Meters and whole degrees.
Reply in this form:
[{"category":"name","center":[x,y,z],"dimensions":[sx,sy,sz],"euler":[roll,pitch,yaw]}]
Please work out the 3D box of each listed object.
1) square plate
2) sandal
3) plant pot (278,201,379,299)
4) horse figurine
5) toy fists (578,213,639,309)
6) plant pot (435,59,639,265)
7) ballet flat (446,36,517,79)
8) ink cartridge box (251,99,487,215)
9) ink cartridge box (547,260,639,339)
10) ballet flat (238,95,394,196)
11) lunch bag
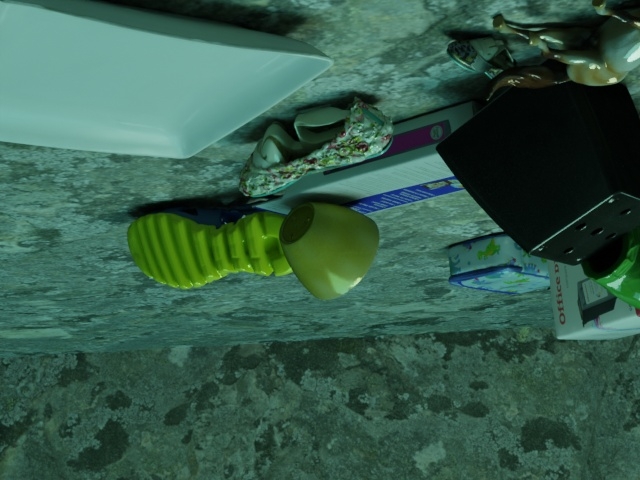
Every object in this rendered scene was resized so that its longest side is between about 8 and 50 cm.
[{"category":"square plate","center":[-0.218,-0.165,1.154],"dimensions":[0.344,0.049,0.347],"euler":[5,164,-32]},{"category":"sandal","center":[-0.149,-0.003,1.748],"dimensions":[0.317,0.126,0.138],"euler":[1,-161,20]},{"category":"plant pot","center":[0.000,0.000,1.541],"dimensions":[0.134,0.134,0.095],"euler":[-16,138,42]},{"category":"horse figurine","center":[0.288,-0.201,1.118],"dimensions":[0.174,0.066,0.263],"euler":[15,156,-39]},{"category":"toy fists","center":[0.386,-0.035,1.418],"dimensions":[0.142,0.279,0.096],"euler":[28,130,-34]},{"category":"plant pot","center":[0.281,-0.077,1.301],"dimensions":[0.187,0.167,0.188],"euler":[-37,152,28]},{"category":"ballet flat","center":[0.174,-0.195,1.187],"dimensions":[0.041,0.041,0.114],"euler":[-13,165,35]},{"category":"ink cartridge box","center":[0.098,-0.095,1.524],"dimensions":[0.370,0.069,0.175],"euler":[-16,163,36]},{"category":"ink cartridge box","center":[0.508,0.034,1.856],"dimensions":[0.131,0.226,0.306],"euler":[2,165,-22]},{"category":"ballet flat","center":[-0.020,-0.121,1.383],"dimensions":[0.240,0.091,0.077],"euler":[-18,132,33]},{"category":"lunch bag","center":[0.363,0.049,2.192],"dimensions":[0.219,0.090,0.176],"euler":[9,164,-42]}]
